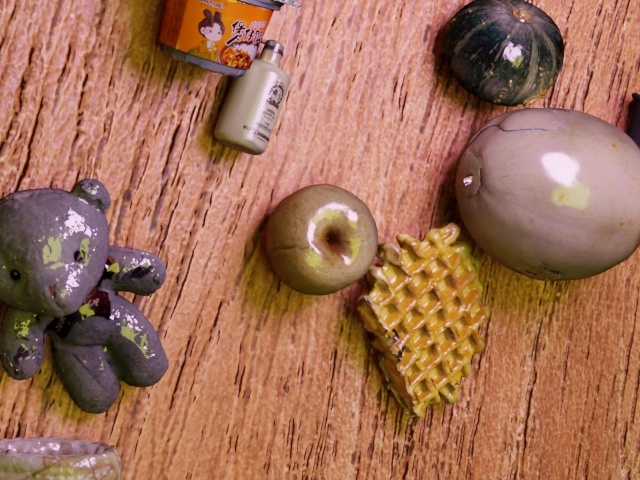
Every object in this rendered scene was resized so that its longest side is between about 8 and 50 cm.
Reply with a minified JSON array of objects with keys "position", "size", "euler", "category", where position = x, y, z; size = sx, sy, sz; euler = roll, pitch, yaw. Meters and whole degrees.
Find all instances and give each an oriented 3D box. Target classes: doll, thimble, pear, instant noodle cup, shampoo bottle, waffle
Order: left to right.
[{"position":[-0.357,0.336,1.521],"size":[0.191,0.137,0.143],"euler":[6,92,-18],"category":"thimble"},{"position":[-0.311,0.081,1.509],"size":[0.246,0.158,0.340],"euler":[-26,110,-12],"category":"doll"},{"position":[-0.143,-0.294,1.569],"size":[0.178,0.208,0.125],"euler":[0,111,-59],"category":"instant noodle cup"},{"position":[-0.089,-0.206,1.647],"size":[0.079,0.079,0.162],"euler":[24,83,-28],"category":"shampoo bottle"},{"position":[0.000,0.000,1.685],"size":[0.167,0.136,0.167],"euler":[-2,94,-25],"category":"pear"},{"position":[0.153,0.119,1.800],"size":[0.283,0.065,0.309],"euler":[11,91,-42],"category":"waffle"}]

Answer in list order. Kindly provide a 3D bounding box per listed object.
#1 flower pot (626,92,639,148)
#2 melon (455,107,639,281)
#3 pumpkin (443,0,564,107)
[{"position":[0.593,-0.133,1.972],"size":[0.235,0.235,0.148],"euler":[24,103,-28],"category":"flower pot"},{"position":[0.354,-0.071,1.796],"size":[0.330,0.268,0.268],"euler":[12,89,-31],"category":"melon"},{"position":[0.283,-0.290,1.796],"size":[0.190,0.190,0.146],"euler":[-28,149,-24],"category":"pumpkin"}]
